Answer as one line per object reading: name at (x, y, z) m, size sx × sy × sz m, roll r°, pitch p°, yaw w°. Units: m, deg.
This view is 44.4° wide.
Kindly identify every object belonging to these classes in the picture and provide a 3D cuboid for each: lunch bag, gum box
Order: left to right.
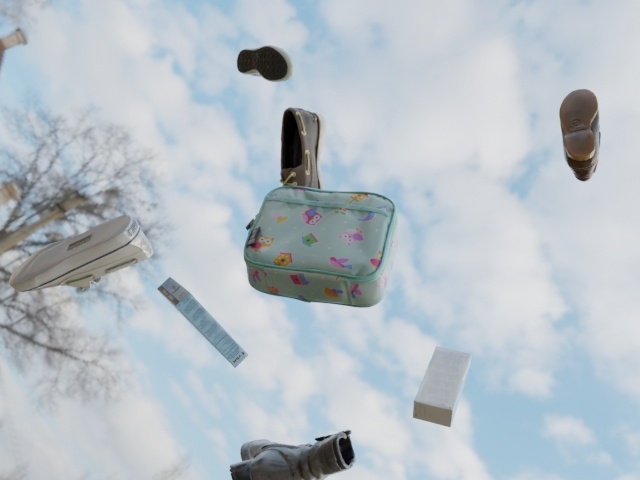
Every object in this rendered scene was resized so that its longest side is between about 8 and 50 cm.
gum box at (-0.241, 0.164, 1.594) m, size 0.184 × 0.041 × 0.157 m, roll 51°, pitch -13°, yaw -22°
lunch bag at (0.000, 0.000, 1.457) m, size 0.279 × 0.224 × 0.108 m, roll 8°, pitch -37°, yaw 14°

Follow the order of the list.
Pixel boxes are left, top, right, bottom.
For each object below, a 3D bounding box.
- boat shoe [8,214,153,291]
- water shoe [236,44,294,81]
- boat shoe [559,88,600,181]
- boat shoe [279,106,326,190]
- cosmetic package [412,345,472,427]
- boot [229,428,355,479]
boat shoe at (-0.415, 0.042, 1.366) m, size 0.267 × 0.096 × 0.088 m, roll -24°, pitch -57°, yaw 12°
water shoe at (-0.099, -0.379, 1.672) m, size 0.203 × 0.080 × 0.073 m, roll 26°, pitch -67°, yaw 49°
boat shoe at (0.490, -0.199, 1.481) m, size 0.073 × 0.207 × 0.073 m, roll -4°, pitch -43°, yaw 25°
boat shoe at (-0.054, -0.168, 1.928) m, size 0.116 × 0.096 × 0.325 m, roll -10°, pitch -107°, yaw 50°
cosmetic package at (0.310, 0.365, 1.979) m, size 0.098 × 0.239 × 0.061 m, roll 9°, pitch -60°, yaw 19°
boot at (-0.037, 0.422, 1.492) m, size 0.338 × 0.222 × 0.118 m, roll 99°, pitch -28°, yaw -87°
